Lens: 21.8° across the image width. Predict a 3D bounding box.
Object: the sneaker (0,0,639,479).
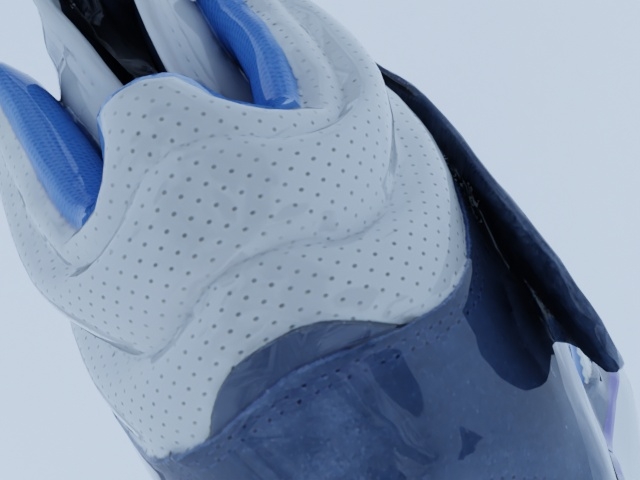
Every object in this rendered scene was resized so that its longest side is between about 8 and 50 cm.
[{"bbox_3d":[0.000,0.000,0.513,0.236,0.130,0.323,60,-174,-15],"label":"sneaker"}]
